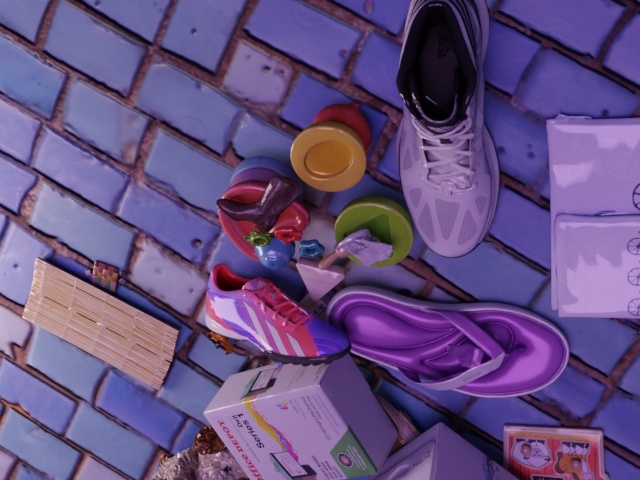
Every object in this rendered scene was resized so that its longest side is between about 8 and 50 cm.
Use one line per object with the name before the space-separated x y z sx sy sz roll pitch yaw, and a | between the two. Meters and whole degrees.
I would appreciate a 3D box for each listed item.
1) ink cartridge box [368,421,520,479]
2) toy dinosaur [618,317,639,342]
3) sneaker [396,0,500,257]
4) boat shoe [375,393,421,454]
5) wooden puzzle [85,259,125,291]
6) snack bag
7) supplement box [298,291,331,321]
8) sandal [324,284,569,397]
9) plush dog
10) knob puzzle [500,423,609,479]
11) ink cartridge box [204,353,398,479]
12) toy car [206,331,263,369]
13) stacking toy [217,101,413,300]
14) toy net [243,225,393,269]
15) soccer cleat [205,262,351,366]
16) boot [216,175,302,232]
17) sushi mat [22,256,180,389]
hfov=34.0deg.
ink cartridge box | 0.229 0.492 1.792 0.270 0.197 0.198 37 126 -14
toy dinosaur | 0.532 0.134 1.703 0.082 0.047 0.090 35 83 11
sneaker | 0.169 -0.154 1.567 0.169 0.257 0.448 1 111 16
boat shoe | 0.137 0.336 1.879 0.063 0.059 0.170 -24 108 39
wooden puzzle | -0.404 0.067 1.965 0.083 0.006 0.049 19 115 9
snack bag | 0.517 -0.035 1.625 0.323 0.037 0.343 1 111 19
supplement box | 0.005 0.135 1.851 0.098 0.036 0.062 40 115 -1
sandal | 0.205 0.184 1.756 0.416 0.102 0.169 9 107 8
plush dog | -0.206 0.449 1.985 0.225 0.211 0.262 -32 127 11
knob puzzle | 0.410 0.418 1.843 0.213 0.030 0.213 6 112 14
ink cartridge box | -0.037 0.321 1.846 0.278 0.117 0.201 -19 111 36
toy car | -0.155 0.207 1.939 0.040 0.060 0.122 -49 114 -16
stacking toy | 0.006 -0.069 1.752 0.309 0.130 0.279 -30 115 32
toy net | 0.000 0.000 1.683 0.232 0.045 0.122 -5 142 10
soccer cleat | -0.082 0.127 1.790 0.318 0.108 0.117 15 115 41
boot | -0.097 -0.071 1.668 0.106 0.037 0.114 23 134 -20
sushi mat | -0.421 0.160 1.998 0.316 0.019 0.151 27 118 6
